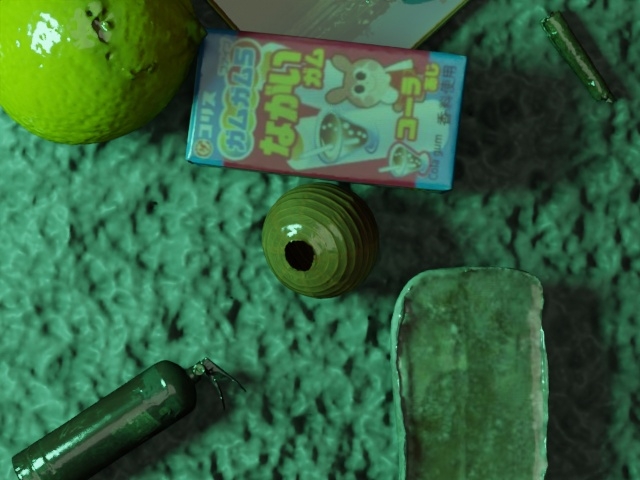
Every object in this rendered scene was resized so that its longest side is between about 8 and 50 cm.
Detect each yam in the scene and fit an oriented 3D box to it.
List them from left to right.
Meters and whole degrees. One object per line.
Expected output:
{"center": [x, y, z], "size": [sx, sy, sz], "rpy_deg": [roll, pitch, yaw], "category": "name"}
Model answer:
{"center": [0.304, -0.212, 1.707], "size": [0.033, 0.027, 0.129], "rpy_deg": [-31, 87, -41], "category": "yam"}

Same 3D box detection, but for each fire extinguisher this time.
{"center": [-0.219, 0.213, 1.662], "size": [0.268, 0.072, 0.089], "rpy_deg": [-33, 80, -2], "category": "fire extinguisher"}

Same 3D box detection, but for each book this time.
{"center": [-0.022, -0.353, 1.704], "size": [0.262, 0.028, 0.374], "rpy_deg": [-42, 90, -2], "category": "book"}

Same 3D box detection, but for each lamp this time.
{"center": [0.000, 0.000, 1.642], "size": [0.136, 0.136, 0.136], "rpy_deg": [0, 88, -1], "category": "lamp"}

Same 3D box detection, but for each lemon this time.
{"center": [-0.261, -0.218, 1.596], "size": [0.253, 0.228, 0.228], "rpy_deg": [-36, 89, 27], "category": "lemon"}

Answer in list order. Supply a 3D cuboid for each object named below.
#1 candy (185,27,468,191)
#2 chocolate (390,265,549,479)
{"center": [0.007, -0.147, 1.642], "size": [0.306, 0.100, 0.157], "rpy_deg": [7, 91, 2], "category": "candy"}
{"center": [0.164, 0.180, 1.660], "size": [0.185, 0.100, 0.303], "rpy_deg": [0, 91, -12], "category": "chocolate"}
